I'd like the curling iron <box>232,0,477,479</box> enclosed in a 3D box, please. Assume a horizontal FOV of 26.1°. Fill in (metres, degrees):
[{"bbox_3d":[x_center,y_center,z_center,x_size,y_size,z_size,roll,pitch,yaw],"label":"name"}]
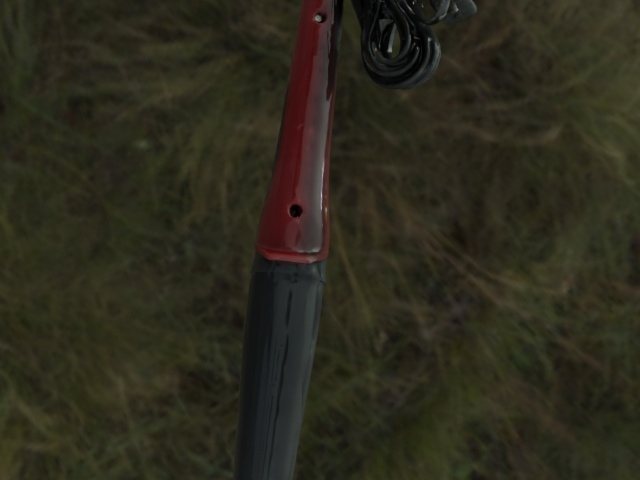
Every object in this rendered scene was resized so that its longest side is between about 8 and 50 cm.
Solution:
[{"bbox_3d":[0.000,0.000,0.526,0.035,0.068,0.274,32,70,-56],"label":"curling iron"}]
